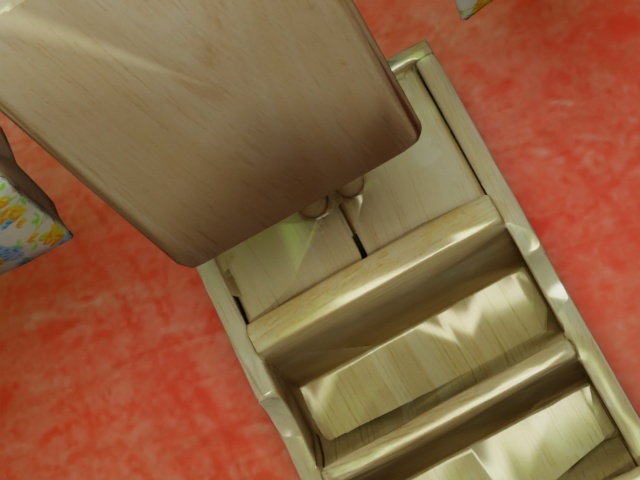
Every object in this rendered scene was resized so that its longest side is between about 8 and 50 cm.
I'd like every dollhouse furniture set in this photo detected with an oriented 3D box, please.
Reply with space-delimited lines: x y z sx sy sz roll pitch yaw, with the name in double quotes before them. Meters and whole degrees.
"dollhouse furniture set" 0.000 0.000 0.647 0.362 0.394 0.256 -29 66 5
